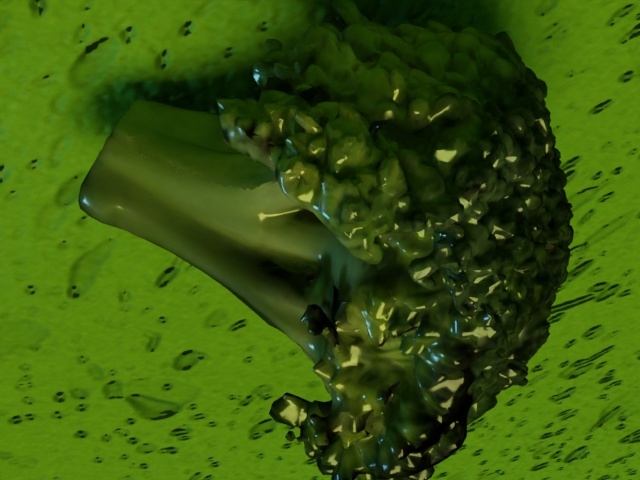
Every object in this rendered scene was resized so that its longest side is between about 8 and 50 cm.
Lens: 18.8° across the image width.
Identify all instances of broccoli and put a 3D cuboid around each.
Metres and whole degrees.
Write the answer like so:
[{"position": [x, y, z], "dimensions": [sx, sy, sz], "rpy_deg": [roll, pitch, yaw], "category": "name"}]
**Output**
[{"position": [0.000, 0.000, 0.961], "dimensions": [0.243, 0.247, 0.263], "rpy_deg": [18, -169, 9], "category": "broccoli"}]
